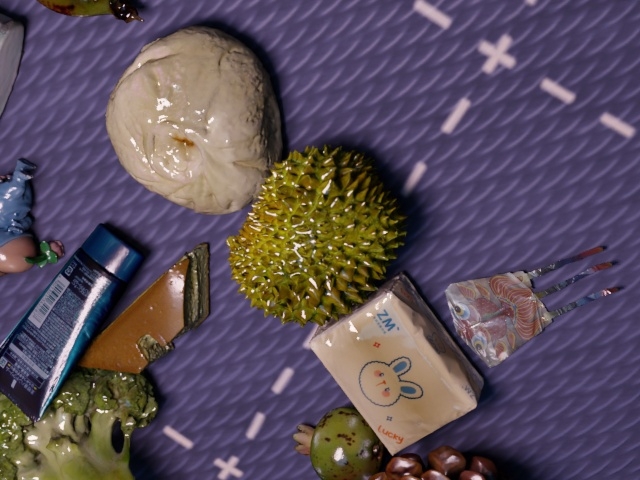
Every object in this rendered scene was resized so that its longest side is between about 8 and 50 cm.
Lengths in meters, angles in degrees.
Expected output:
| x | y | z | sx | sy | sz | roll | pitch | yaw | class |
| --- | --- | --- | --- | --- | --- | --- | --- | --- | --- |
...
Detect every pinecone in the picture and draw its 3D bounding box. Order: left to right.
| x | y | z | sx | sy | sz | roll | pitch | yaw | class |
| --- | --- | --- | --- | --- | --- | --- | --- | --- | --- |
| 0.161 | 0.395 | 1.842 | 0.264 | 0.264 | 0.264 | 4 | 110 | 13 | pinecone |

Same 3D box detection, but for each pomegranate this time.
| x | y | z | sx | sy | sz | roll | pitch | yaw | class |
| --- | --- | --- | --- | --- | --- | --- | --- | --- | --- |
| 0.023 | 0.282 | 1.915 | 0.142 | 0.114 | 0.115 | 1 | 111 | 40 | pomegranate |

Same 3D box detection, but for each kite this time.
| x | y | z | sx | sy | sz | roll | pitch | yaw | class |
| --- | --- | --- | --- | --- | --- | --- | --- | --- | --- |
| 0.279 | 0.080 | 1.826 | 0.229 | 0.016 | 0.127 | -22 | 105 | 23 | kite |

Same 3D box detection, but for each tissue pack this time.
| x | y | z | sx | sy | sz | roll | pitch | yaw | class |
| --- | --- | --- | --- | --- | --- | --- | --- | --- | --- |
| 0.100 | 0.163 | 1.855 | 0.148 | 0.092 | 0.196 | -34 | 97 | 23 | tissue pack |

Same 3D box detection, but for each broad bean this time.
| x | y | z | sx | sy | sz | roll | pitch | yaw | class |
| --- | --- | --- | --- | --- | --- | --- | --- | --- | --- |
| -0.374 | -0.357 | 1.812 | 0.339 | 0.061 | 0.077 | 30 | 106 | 2 | broad bean |

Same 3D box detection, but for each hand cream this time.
| x | y | z | sx | sy | sz | roll | pitch | yaw | class |
| --- | --- | --- | --- | --- | --- | --- | --- | --- | --- |
| -0.348 | 0.106 | 1.910 | 0.120 | 0.061 | 0.270 | 36 | 89 | 22 | hand cream |

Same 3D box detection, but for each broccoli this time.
| x | y | z | sx | sy | sz | roll | pitch | yaw | class |
| --- | --- | --- | --- | --- | --- | --- | --- | --- | --- |
| -0.326 | 0.291 | 1.972 | 0.302 | 0.186 | 0.254 | 16 | 72 | 8 | broccoli |

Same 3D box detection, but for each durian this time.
| x | y | z | sx | sy | sz | roll | pitch | yaw | class |
| --- | --- | --- | --- | --- | --- | --- | --- | --- | --- |
| -0.002 | 0.003 | 1.777 | 0.237 | 0.200 | 0.176 | -49 | 64 | 13 | durian |

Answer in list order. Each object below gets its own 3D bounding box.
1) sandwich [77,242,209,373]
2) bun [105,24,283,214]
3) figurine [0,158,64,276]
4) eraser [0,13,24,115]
| x | y | z | sx | sy | sz | roll | pitch | yaw | class |
| --- | --- | --- | --- | --- | --- | --- | --- | --- | --- |
| -0.226 | 0.113 | 1.921 | 0.244 | 0.090 | 0.088 | -41 | 92 | 23 | sandwich |
| -0.159 | -0.152 | 1.784 | 0.243 | 0.153 | 0.244 | 3 | 107 | 9 | bun |
| -0.422 | -0.014 | 1.925 | 0.144 | 0.114 | 0.178 | 26 | 104 | 2 | figurine |
| -0.554 | -0.259 | 1.872 | 0.290 | 0.104 | 0.189 | 24 | 116 | 6 | eraser |
